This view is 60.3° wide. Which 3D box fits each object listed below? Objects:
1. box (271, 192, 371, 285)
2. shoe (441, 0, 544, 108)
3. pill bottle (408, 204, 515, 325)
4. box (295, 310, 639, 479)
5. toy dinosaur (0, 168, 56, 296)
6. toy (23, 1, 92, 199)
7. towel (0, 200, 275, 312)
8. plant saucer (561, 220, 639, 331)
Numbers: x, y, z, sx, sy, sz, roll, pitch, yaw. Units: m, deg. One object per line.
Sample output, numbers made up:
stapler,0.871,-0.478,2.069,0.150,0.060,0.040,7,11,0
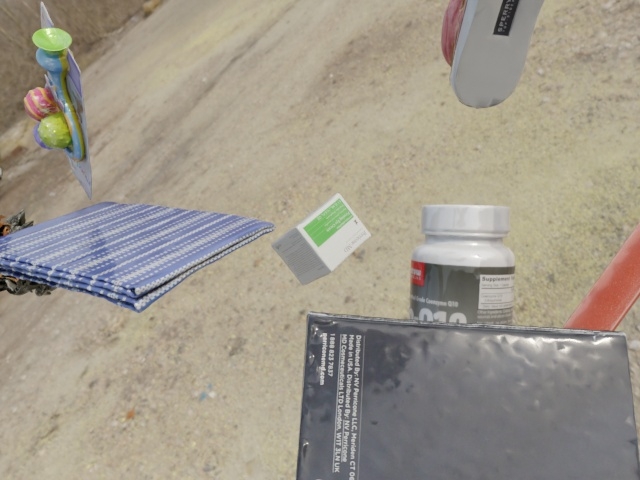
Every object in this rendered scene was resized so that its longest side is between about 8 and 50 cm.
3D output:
box,0.000,0.000,0.855,0.101,0.087,0.102,-41,6,-32
shoe,0.125,-0.186,0.372,0.063,0.178,0.081,7,39,-6
pill bottle,0.221,0.087,0.871,0.161,0.161,0.284,4,94,50
box,0.132,0.203,0.606,0.293,0.296,0.183,2,70,4
toy dinosaur,-0.527,0.033,0.846,0.322,0.164,0.218,-49,-13,24
toy,-0.358,-0.171,0.735,0.056,0.137,0.237,-20,-26,-34
towel,-0.262,0.007,0.725,0.335,0.040,0.243,8,25,31
plant saucer,0.408,0.056,0.734,0.047,0.259,0.258,36,87,27
